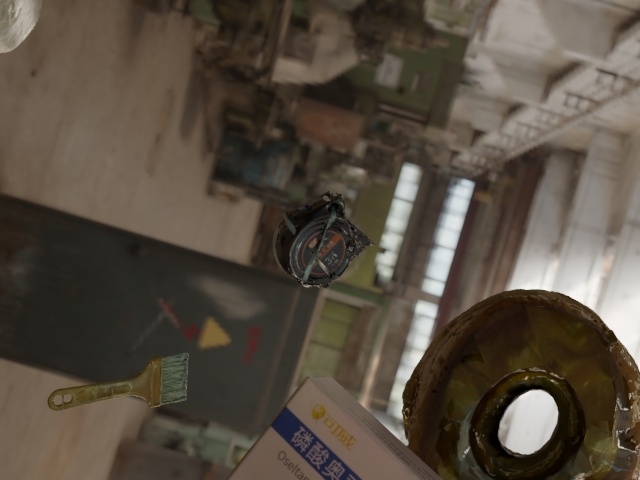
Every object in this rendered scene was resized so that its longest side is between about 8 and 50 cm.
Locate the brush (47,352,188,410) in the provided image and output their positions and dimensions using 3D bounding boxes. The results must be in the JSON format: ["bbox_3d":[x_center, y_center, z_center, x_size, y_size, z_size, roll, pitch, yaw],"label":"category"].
[{"bbox_3d":[-0.297,0.219,1.812,0.010,0.218,0.083,31,-57,56],"label":"brush"}]

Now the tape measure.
[{"bbox_3d":[-0.002,0.001,1.263,0.094,0.091,0.054,-39,-149,-7],"label":"tape measure"}]

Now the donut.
[{"bbox_3d":[0.257,0.227,1.516,0.160,0.330,0.330,-26,133,-84],"label":"donut"}]

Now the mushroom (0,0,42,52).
[{"bbox_3d":[-0.271,-0.224,0.905,0.225,0.093,0.116,76,-5,-75],"label":"mushroom"}]

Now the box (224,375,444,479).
[{"bbox_3d":[0.058,0.323,1.262,0.200,0.343,0.065,-52,158,8],"label":"box"}]
